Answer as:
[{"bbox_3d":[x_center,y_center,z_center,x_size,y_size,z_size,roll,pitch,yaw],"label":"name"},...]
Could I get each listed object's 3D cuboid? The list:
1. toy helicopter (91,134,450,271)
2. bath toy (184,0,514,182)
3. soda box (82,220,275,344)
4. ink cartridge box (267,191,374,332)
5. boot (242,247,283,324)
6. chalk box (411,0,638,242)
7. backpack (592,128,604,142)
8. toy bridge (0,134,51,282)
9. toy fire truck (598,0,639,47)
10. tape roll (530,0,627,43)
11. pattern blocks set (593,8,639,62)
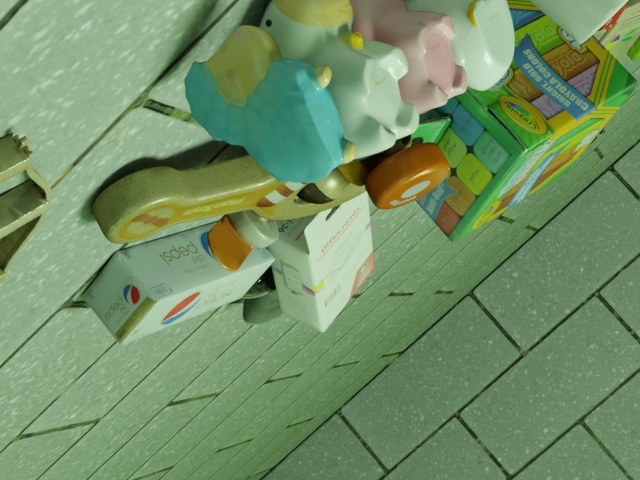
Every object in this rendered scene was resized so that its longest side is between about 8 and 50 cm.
[{"bbox_3d":[-0.066,-0.052,1.180,0.355,0.140,0.235,-15,162,-40],"label":"toy helicopter"},{"bbox_3d":[0.040,-0.158,1.050,0.129,0.151,0.348,-6,-165,37],"label":"bath toy"},{"bbox_3d":[-0.144,0.038,1.298,0.074,0.069,0.216,-48,165,30],"label":"soda box"},{"bbox_3d":[0.000,0.000,1.414,0.115,0.067,0.198,-50,153,-27],"label":"ink cartridge box"},{"bbox_3d":[-0.071,0.051,1.575,0.189,0.076,0.208,-30,170,-31],"label":"boot"},{"bbox_3d":[0.178,-0.136,1.386,0.289,0.179,0.180,-31,164,-36],"label":"chalk box"},{"bbox_3d":[0.266,-0.159,1.645,0.116,0.158,0.173,-23,172,-30],"label":"backpack"},{"bbox_3d":[-0.235,-0.023,0.933,0.063,0.026,0.188,-35,166,-34],"label":"toy bridge"},{"bbox_3d":[0.389,-0.307,1.645,0.192,0.047,0.135,-46,153,19],"label":"toy fire truck"},{"bbox_3d":[0.207,-0.288,0.871,0.246,0.169,0.246,-48,180,0],"label":"tape roll"},{"bbox_3d":[0.411,-0.276,1.865,0.285,0.026,0.325,-21,158,-32],"label":"pattern blocks set"}]
